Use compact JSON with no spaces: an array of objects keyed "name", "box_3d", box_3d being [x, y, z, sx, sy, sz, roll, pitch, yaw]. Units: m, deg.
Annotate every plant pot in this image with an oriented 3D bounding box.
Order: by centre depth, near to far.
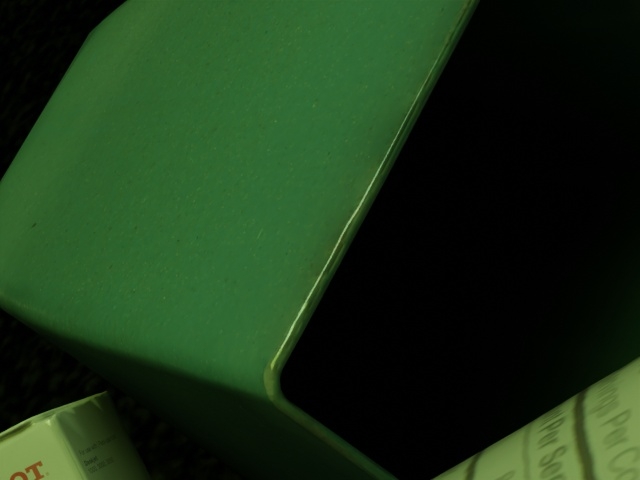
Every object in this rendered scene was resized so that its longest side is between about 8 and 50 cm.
[{"name":"plant pot","box_3d":[0.000,0.000,0.591,0.234,0.166,0.165,7,63,49]}]

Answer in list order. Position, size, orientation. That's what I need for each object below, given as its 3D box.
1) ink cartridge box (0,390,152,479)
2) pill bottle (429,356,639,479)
[{"name":"ink cartridge box","box_3d":[-0.085,0.122,0.593,0.088,0.052,0.122,-28,89,17]},{"name":"pill bottle","box_3d":[0.078,0.144,0.377,0.392,0.224,0.224,-32,45,14]}]
